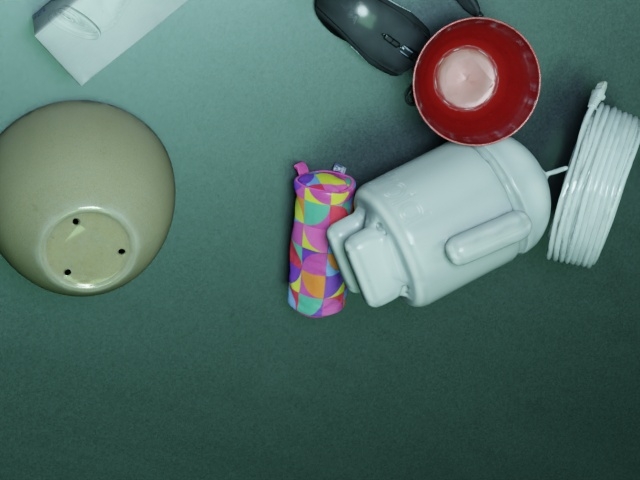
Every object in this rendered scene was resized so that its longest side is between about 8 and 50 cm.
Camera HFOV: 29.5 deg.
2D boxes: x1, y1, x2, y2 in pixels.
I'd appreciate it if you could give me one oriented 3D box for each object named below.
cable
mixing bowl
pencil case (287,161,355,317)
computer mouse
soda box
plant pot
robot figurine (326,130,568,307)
[{"bbox_3d":[0.418,-0.082,1.867,0.089,0.257,0.257,17,151,10],"label":"cable"},{"bbox_3d":[0.217,-0.231,1.747,0.181,0.098,0.181,-1,101,-3],"label":"mixing bowl"},{"bbox_3d":[0.000,0.000,1.879,0.104,0.104,0.236,-3,117,-14],"label":"pencil case"},{"bbox_3d":[0.131,-0.317,1.761,0.184,0.060,0.262,-45,121,11],"label":"computer mouse"},{"bbox_3d":[-0.246,-0.340,1.622,0.286,0.091,0.098,-37,121,6],"label":"soda box"},{"bbox_3d":[-0.335,-0.031,1.709,0.284,0.191,0.284,-6,119,-12],"label":"plant pot"},{"bbox_3d":[0.190,-0.035,1.786,0.353,0.300,0.200,-27,116,-13],"label":"robot figurine"}]
